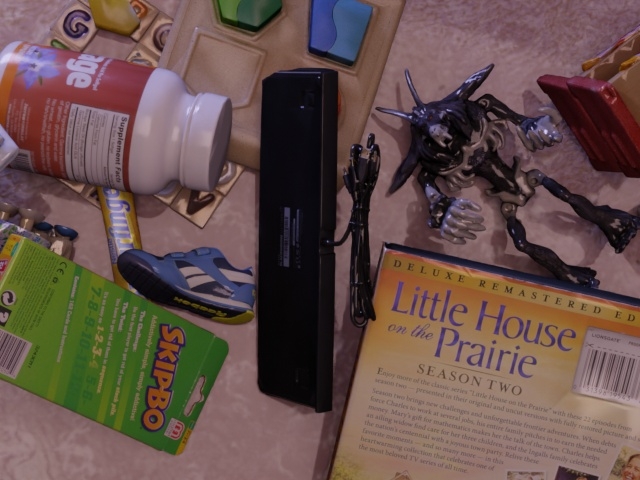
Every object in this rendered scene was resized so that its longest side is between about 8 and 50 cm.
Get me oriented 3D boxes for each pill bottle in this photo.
[{"bbox_3d":[-0.197,-0.110,1.662,0.216,0.121,0.121,11,83,6],"label":"pill bottle"}]

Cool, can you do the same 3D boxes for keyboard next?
[{"bbox_3d":[0.000,0.000,1.638,0.033,0.201,0.317,-3,97,-31],"label":"keyboard"}]

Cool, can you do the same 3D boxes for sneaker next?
[{"bbox_3d":[-0.127,0.033,1.704,0.144,0.053,0.059,22,66,-20],"label":"sneaker"}]

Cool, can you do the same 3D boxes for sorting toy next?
[{"bbox_3d":[-0.088,-0.199,1.736,0.307,0.041,0.229,19,82,-3],"label":"sorting toy"}]

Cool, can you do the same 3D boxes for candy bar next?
[{"bbox_3d":[-0.190,-0.002,1.720,0.040,0.018,0.161,-10,89,-4],"label":"candy bar"}]

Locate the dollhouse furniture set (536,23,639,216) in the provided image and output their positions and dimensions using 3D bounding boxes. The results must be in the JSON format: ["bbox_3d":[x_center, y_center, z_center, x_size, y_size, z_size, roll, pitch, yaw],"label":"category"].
[{"bbox_3d":[0.405,-0.062,1.741,0.201,0.152,0.374,-36,105,-8],"label":"dollhouse furniture set"}]

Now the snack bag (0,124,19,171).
[{"bbox_3d":[-0.472,-0.064,1.607,0.342,0.037,0.323,-45,61,3],"label":"snack bag"}]

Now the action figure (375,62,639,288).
[{"bbox_3d":[0.176,-0.062,1.705,0.276,0.141,0.164,37,94,-2],"label":"action figure"}]

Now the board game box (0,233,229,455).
[{"bbox_3d":[-0.206,0.102,1.649,0.259,0.039,0.124,30,81,-34],"label":"board game box"}]

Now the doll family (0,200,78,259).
[{"bbox_3d":[-0.355,0.034,1.656,0.263,0.118,0.163,16,81,-2],"label":"doll family"}]

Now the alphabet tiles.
[{"bbox_3d":[-0.181,-0.125,1.745,0.237,0.009,0.198,34,82,0],"label":"alphabet tiles"}]

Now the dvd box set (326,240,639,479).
[{"bbox_3d":[0.156,0.236,1.658,0.307,0.062,0.420,12,98,-3],"label":"dvd box set"}]
